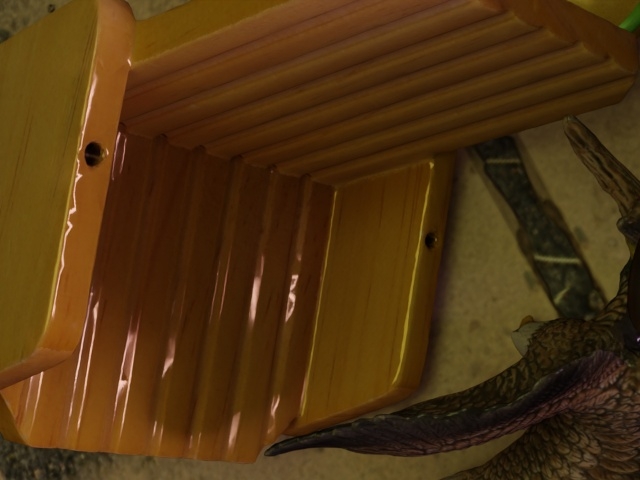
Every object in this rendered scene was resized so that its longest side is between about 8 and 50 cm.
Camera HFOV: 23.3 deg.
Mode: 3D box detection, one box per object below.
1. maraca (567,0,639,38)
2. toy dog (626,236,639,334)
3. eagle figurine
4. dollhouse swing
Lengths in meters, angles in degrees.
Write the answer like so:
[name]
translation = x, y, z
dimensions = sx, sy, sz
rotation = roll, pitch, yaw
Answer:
[maraca]
translation = 0.178, -0.194, 1.095
dimensions = 0.127, 0.099, 0.186
rotation = -25, 44, 19
[toy dog]
translation = 0.316, -0.060, 0.778
dimensions = 0.284, 0.408, 0.395
rotation = 42, 147, -9
[eagle figurine]
translation = 0.146, 0.109, 1.013
dimensions = 0.226, 0.225, 0.298
rotation = 43, 93, 13
[dollhouse swing]
translation = 0.000, 0.000, 0.986
dimensions = 0.305, 0.346, 0.315
rotation = 5, 84, 42
